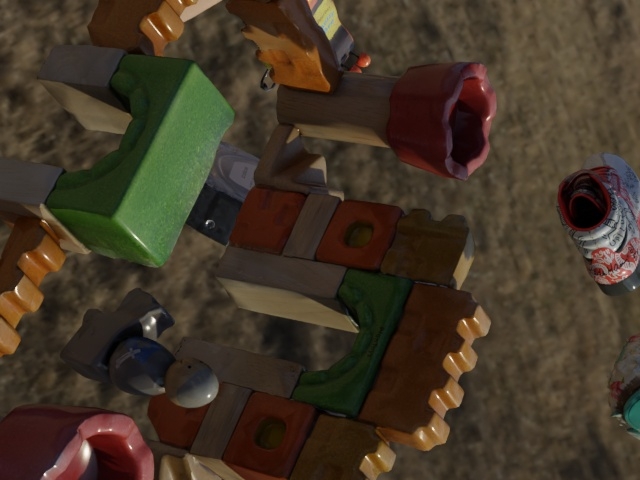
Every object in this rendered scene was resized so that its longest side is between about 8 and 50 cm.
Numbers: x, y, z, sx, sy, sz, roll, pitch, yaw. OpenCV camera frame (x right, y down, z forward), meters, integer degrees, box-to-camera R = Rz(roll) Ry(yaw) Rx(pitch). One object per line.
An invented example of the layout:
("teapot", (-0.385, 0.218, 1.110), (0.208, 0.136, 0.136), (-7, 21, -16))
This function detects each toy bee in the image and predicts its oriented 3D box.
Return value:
("toy bee", (-0.005, -0.300, 1.735), (0.195, 0.162, 0.298), (-65, 163, -4))

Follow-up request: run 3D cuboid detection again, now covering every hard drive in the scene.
("hard drive", (0.000, 0.000, 1.488), (0.339, 0.064, 0.237), (29, 14, -7))

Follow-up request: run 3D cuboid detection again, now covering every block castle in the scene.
("block castle", (-0.037, 0.014, 0.764), (0.453, 0.212, 0.303), (-66, 148, -22))

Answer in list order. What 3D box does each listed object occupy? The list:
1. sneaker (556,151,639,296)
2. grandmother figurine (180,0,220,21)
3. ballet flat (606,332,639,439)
("sneaker", (0.383, -0.065, 1.710), (0.145, 0.090, 0.270), (52, 30, -36))
("grandmother figurine", (-0.056, -0.327, 1.335), (0.208, 0.342, 0.104), (-18, 91, -64))
("ballet flat", (0.297, 0.135, 0.855), (0.241, 0.091, 0.077), (36, 30, -15))
